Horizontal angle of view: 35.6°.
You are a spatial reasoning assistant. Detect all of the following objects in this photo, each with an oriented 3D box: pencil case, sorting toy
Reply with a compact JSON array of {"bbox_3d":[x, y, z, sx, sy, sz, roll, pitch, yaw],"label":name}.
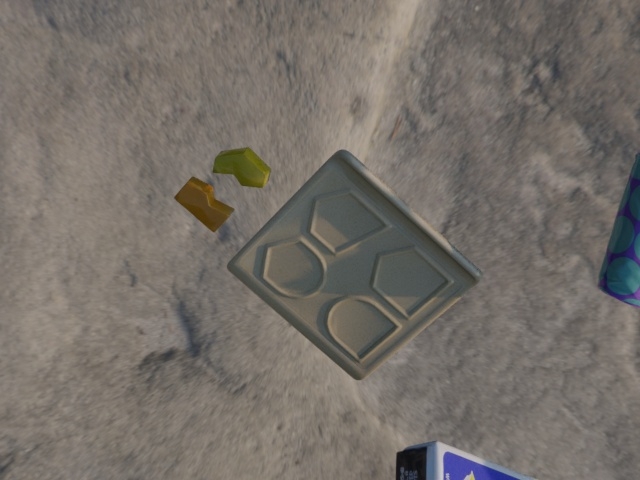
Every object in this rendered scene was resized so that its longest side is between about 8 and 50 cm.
[{"bbox_3d":[0.329,-0.010,1.004,0.070,0.064,0.152,11,99,-36],"label":"pencil case"},{"bbox_3d":[0.000,0.000,1.114,0.307,0.041,0.229,42,123,-8],"label":"sorting toy"}]

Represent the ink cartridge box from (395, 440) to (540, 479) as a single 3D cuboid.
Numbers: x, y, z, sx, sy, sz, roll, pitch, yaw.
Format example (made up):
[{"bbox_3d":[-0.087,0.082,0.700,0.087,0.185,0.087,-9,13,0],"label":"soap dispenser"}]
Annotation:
[{"bbox_3d":[0.191,0.391,1.020,0.307,0.072,0.303,29,53,-39],"label":"ink cartridge box"}]
